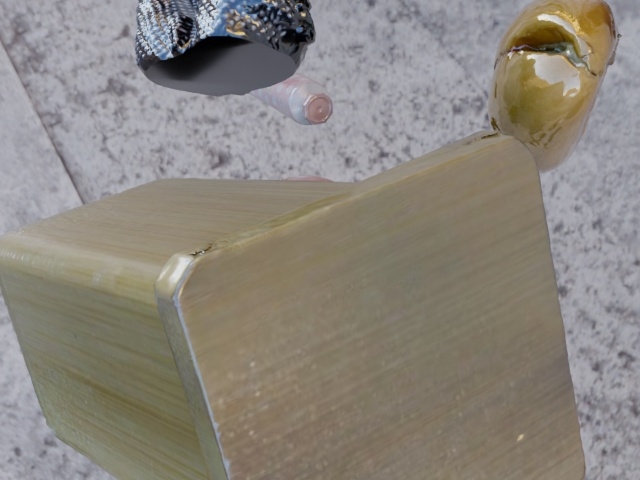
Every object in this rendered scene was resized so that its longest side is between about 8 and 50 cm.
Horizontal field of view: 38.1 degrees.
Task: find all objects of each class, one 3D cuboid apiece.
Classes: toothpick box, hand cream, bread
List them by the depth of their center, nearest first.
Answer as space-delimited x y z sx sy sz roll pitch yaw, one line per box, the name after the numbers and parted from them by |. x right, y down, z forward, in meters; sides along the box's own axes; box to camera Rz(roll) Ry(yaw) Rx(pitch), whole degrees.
-0.047 0.054 0.511 0.190 0.187 0.308 -25 18 -32 | toothpick box
0.150 -0.105 0.612 0.077 0.189 0.114 29 91 16 | bread
-0.043 -0.162 0.963 0.067 0.043 0.210 -24 30 -16 | hand cream

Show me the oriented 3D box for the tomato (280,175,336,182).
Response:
0.000 0.000 1.316 0.155 0.181 0.214 -32 86 -27 | tomato

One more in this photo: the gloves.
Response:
-0.058 -0.187 0.569 0.106 0.129 0.180 6 77 -12 | gloves
